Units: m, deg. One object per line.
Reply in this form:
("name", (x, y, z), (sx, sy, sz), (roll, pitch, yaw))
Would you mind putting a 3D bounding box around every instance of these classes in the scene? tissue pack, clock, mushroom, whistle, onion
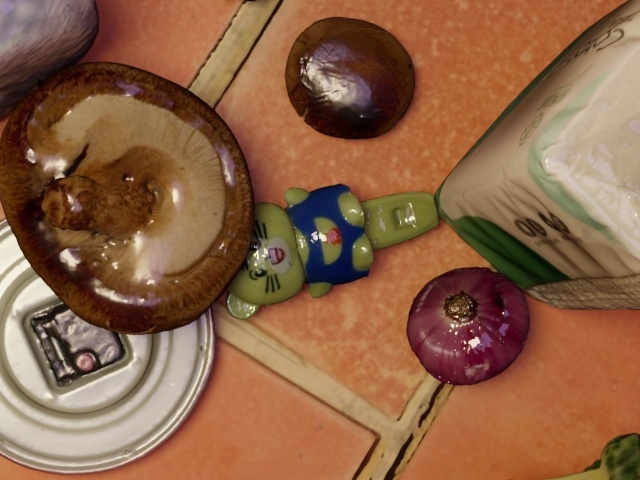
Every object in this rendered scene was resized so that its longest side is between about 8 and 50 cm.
("tissue pack", (0.267, -0.081, 1.059), (0.194, 0.356, 0.266), (44, 82, -3))
("clock", (-0.214, 0.085, 1.111), (0.244, 0.056, 0.245), (1, 88, -12))
("mushroom", (-0.164, -0.034, 1.054), (0.194, 0.138, 0.231), (-28, 96, -39))
("whistle", (0.000, 0.000, 1.139), (0.227, 0.085, 0.105), (-14, 94, -11))
("onion", (0.138, 0.081, 1.161), (0.115, 0.104, 0.115), (-9, 52, 12))
("mushroom", (0.028, -0.152, 1.168), (0.123, 0.052, 0.123), (1, 84, -11))

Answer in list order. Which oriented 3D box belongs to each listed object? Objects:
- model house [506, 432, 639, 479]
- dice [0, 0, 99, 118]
("model house", (0.203, 0.358, 1.118), (0.266, 0.261, 0.321), (-14, 72, 14))
("dice", (-0.349, -0.212, 0.985), (0.270, 0.270, 0.271), (-32, 93, -10))
